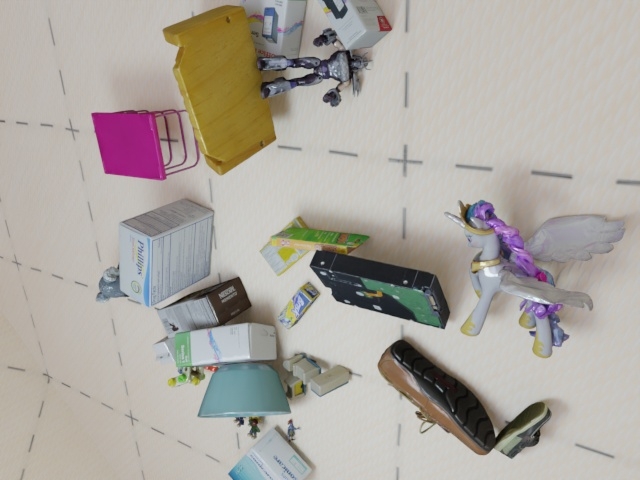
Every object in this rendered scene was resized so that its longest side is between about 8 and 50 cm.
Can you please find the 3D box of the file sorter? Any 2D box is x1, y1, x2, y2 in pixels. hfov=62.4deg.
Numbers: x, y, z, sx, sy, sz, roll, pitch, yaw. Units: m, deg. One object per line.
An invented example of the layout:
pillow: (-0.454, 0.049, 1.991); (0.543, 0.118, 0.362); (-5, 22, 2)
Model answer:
file sorter: (-0.564, -0.327, 1.729); (0.290, 0.182, 0.202); (10, 115, 32)

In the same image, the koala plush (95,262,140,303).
koala plush: (-0.758, 0.152, 2.033); (0.203, 0.221, 0.196); (44, 127, 12)

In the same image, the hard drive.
hard drive: (0.162, 0.129, 1.414); (0.339, 0.064, 0.237); (12, 155, 30)

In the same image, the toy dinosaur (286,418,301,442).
toy dinosaur: (-0.115, 0.696, 1.936); (0.090, 0.047, 0.082); (-15, 81, 48)

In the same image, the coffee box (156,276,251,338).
coffee box: (-0.412, 0.240, 1.868); (0.297, 0.168, 0.119); (-19, 97, 37)

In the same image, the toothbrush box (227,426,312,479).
toothbrush box: (-0.196, 0.873, 1.992); (0.216, 0.126, 0.295); (43, 134, 12)

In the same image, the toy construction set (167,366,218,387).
toy construction set: (-0.407, 0.472, 1.966); (0.327, 0.151, 0.215); (8, 83, 19)

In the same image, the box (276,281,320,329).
box: (-0.072, 0.211, 1.696); (0.059, 0.054, 0.169); (44, 127, 11)

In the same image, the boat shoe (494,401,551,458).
boat shoe: (0.541, 0.503, 1.388); (0.073, 0.080, 0.223); (37, 131, 10)

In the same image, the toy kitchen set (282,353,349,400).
toy kitchen set: (-0.016, 0.478, 1.753); (0.207, 0.122, 0.166); (26, 124, 47)

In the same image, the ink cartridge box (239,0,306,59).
ink cartridge box: (-0.129, -0.583, 1.384); (0.154, 0.093, 0.212); (26, 124, 23)

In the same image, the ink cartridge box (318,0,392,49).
ink cartridge box: (0.073, -0.546, 1.239); (0.072, 0.127, 0.175); (-31, 90, 41)

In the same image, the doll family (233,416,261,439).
doll family: (-0.284, 0.659, 2.015); (0.193, 0.076, 0.111); (28, 127, 26)

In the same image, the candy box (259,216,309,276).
candy box: (-0.101, 0.022, 1.655); (0.206, 0.027, 0.105); (-39, 82, 38)

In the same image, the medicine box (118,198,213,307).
medicine box: (-0.513, 0.034, 1.773); (0.149, 0.289, 0.263); (24, 121, 24)

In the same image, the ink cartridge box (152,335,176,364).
ink cartridge box: (-0.577, 0.416, 2.068); (0.092, 0.143, 0.090); (-22, 96, 38)

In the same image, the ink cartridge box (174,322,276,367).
ink cartridge box: (-0.311, 0.353, 1.764); (0.278, 0.201, 0.117); (-10, 74, 18)

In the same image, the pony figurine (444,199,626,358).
pony figurine: (0.453, 0.084, 1.179); (0.351, 0.303, 0.363); (13, 131, 39)

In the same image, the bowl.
bowl: (-0.253, 0.506, 1.778); (0.311, 0.311, 0.163); (-18, 65, 38)

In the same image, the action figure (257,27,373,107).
action figure: (-0.010, -0.423, 1.321); (0.285, 0.099, 0.185); (-7, 105, 6)

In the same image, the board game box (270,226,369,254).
board game box: (0.000, 0.000, 1.497); (0.259, 0.124, 0.039); (4, 106, 25)

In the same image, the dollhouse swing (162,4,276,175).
dollhouse swing: (-0.316, -0.407, 1.396); (0.305, 0.315, 0.347); (16, 133, 35)

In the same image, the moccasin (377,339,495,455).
moccasin: (0.316, 0.451, 1.479); (0.380, 0.139, 0.147); (36, 131, 14)
